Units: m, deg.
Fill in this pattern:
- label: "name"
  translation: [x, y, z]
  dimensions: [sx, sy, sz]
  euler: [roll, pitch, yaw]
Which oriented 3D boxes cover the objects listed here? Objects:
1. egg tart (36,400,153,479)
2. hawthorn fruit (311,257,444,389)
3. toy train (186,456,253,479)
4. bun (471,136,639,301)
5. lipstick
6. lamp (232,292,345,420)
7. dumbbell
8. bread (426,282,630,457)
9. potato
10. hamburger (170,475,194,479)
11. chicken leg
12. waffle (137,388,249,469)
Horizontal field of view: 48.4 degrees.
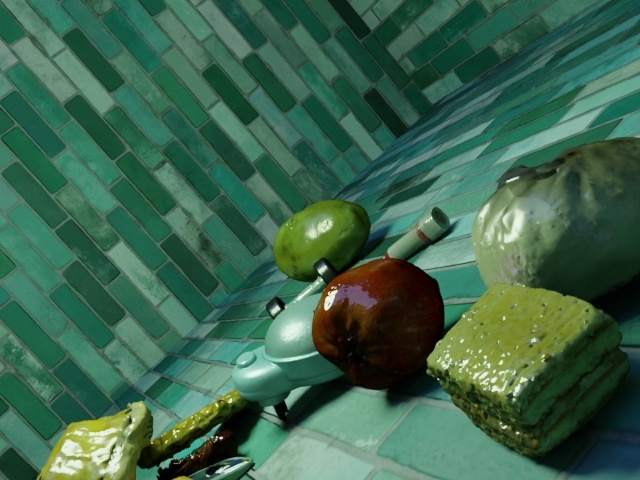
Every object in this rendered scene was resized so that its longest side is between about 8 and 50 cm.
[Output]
- label: "egg tart"
  translation: [-0.412, 0.445, 1.213]
  dimensions: [0.388, 0.169, 0.388]
  euler: [-58, 14, 24]
- label: "hawthorn fruit"
  translation: [0.093, 0.104, 1.021]
  dimensions: [0.202, 0.185, 0.185]
  euler: [-46, 9, -38]
- label: "toy train"
  translation: [-0.216, 0.424, 1.216]
  dimensions: [0.252, 0.048, 0.055]
  euler: [-38, 11, 19]
- label: "bun"
  translation: [0.298, -0.027, 0.843]
  dimensions: [0.273, 0.168, 0.273]
  euler: [-33, 4, 3]
- label: "lipstick"
  translation: [0.197, 0.006, 1.547]
  dimensions: [0.186, 0.057, 0.063]
  euler: [-42, 6, 34]
- label: "lamp"
  translation: [-0.022, 0.185, 1.240]
  dimensions: [0.284, 0.147, 0.209]
  euler: [-41, 11, 1]
- label: "dumbbell"
  translation: [-0.034, 0.136, 1.742]
  dimensions: [0.191, 0.100, 0.100]
  euler: [-41, 8, 2]
- label: "bread"
  translation: [0.199, 0.125, 0.695]
  dimensions: [0.138, 0.102, 0.196]
  euler: [-45, 11, -11]
- label: "potato"
  translation: [0.002, 0.001, 1.955]
  dimensions: [0.304, 0.216, 0.216]
  euler: [-22, 17, 31]
- label: "hamburger"
  translation: [-0.231, 0.436, 1.102]
  dimensions: [0.138, 0.083, 0.147]
  euler: [-47, 14, -34]
- label: "chicken leg"
  translation: [-0.216, 0.396, 1.275]
  dimensions: [0.234, 0.063, 0.105]
  euler: [-37, -8, 22]
- label: "waffle"
  translation: [-0.238, 0.365, 1.415]
  dimensions: [0.291, 0.051, 0.291]
  euler: [-32, -6, -4]
